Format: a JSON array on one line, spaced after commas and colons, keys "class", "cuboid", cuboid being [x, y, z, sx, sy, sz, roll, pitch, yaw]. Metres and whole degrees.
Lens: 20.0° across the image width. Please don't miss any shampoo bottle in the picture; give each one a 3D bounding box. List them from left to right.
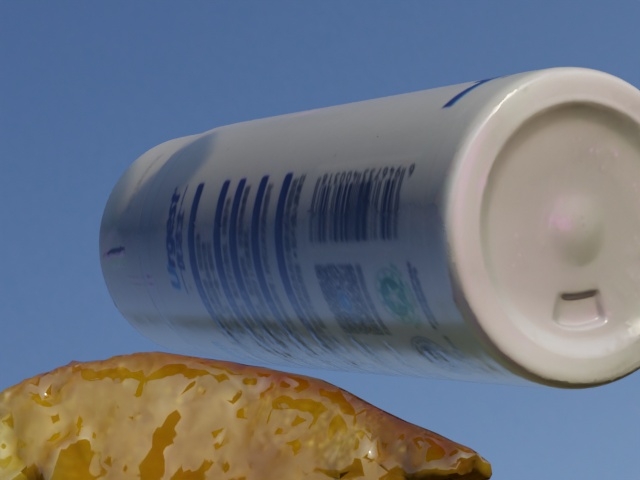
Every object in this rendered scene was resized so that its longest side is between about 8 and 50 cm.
[{"class": "shampoo bottle", "cuboid": [0.000, 0.000, 0.625, 0.092, 0.092, 0.303, -7, 2, -28]}]

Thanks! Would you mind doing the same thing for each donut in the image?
[{"class": "donut", "cuboid": [-0.028, 0.116, 0.403, 0.190, 0.174, 0.074, 1, -17, 19]}]
